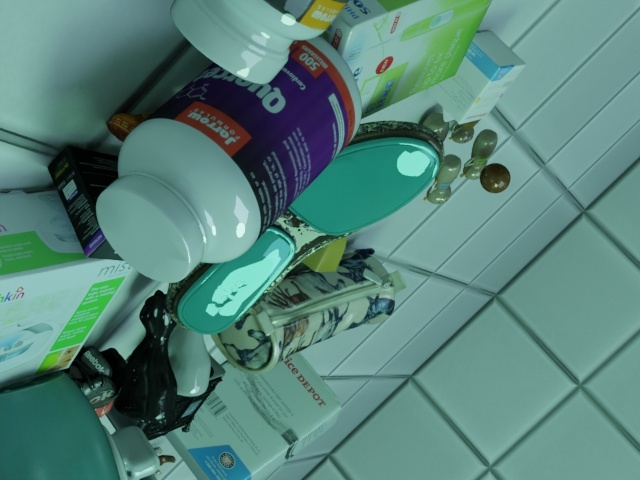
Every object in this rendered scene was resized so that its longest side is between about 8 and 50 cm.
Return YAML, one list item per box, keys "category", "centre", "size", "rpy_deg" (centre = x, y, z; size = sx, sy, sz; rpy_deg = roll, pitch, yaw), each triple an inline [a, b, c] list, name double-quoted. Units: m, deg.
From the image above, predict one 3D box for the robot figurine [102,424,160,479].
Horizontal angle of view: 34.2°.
- category: "robot figurine"
  centre: [-0.439, 0.420, 1.697]
  size: [0.354, 0.200, 0.299]
  rpy_deg: [-16, 117, -23]

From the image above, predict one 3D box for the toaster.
- category: "toaster"
  centre: [-0.285, 0.276, 1.865]
  size: [0.168, 0.110, 0.185]
  rpy_deg: [-13, 145, -52]

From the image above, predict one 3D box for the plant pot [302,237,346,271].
- category: "plant pot"
  centre: [0.000, 0.000, 1.872]
  size: [0.083, 0.081, 0.081]
  rpy_deg: [-60, 156, 15]

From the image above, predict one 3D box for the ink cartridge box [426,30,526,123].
- category: "ink cartridge box"
  centre: [0.256, -0.269, 1.757]
  size: [0.092, 0.090, 0.143]
  rpy_deg: [-17, 150, -49]

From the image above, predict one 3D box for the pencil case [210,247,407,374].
- category: "pencil case"
  centre: [-0.024, 0.128, 1.964]
  size: [0.183, 0.159, 0.410]
  rpy_deg: [-36, 168, 39]

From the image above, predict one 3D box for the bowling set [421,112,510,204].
- category: "bowling set"
  centre: [0.238, -0.129, 1.880]
  size: [0.287, 0.200, 0.154]
  rpy_deg: [-29, 159, -22]

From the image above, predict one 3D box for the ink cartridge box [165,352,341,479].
- category: "ink cartridge box"
  centre: [-0.146, 0.366, 2.149]
  size: [0.307, 0.223, 0.129]
  rpy_deg: [-33, 160, -22]

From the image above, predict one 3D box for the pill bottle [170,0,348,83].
- category: "pill bottle"
  centre: [-0.022, -0.305, 1.050]
  size: [0.278, 0.162, 0.162]
  rpy_deg: [-50, 159, 22]

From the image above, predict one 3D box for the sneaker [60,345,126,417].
- category: "sneaker"
  centre: [-0.392, 0.221, 1.568]
  size: [0.135, 0.097, 0.276]
  rpy_deg: [-49, 161, 22]

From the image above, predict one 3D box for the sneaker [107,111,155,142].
- category: "sneaker"
  centre: [-0.200, -0.135, 1.251]
  size: [0.067, 0.064, 0.175]
  rpy_deg: [-60, 166, 5]

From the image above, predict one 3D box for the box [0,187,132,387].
- category: "box"
  centre: [-0.380, 0.062, 1.217]
  size: [0.262, 0.126, 0.231]
  rpy_deg: [-12, 147, -54]

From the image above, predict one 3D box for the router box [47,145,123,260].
- category: "router box"
  centre: [-0.223, -0.038, 1.239]
  size: [0.046, 0.133, 0.179]
  rpy_deg: [-42, 152, 26]

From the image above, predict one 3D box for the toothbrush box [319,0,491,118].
- category: "toothbrush box"
  centre: [0.080, -0.280, 1.360]
  size: [0.283, 0.122, 0.206]
  rpy_deg: [-27, 156, -33]

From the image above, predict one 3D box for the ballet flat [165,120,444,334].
- category: "ballet flat"
  centre: [-0.041, -0.052, 1.496]
  size: [0.483, 0.182, 0.164]
  rpy_deg: [-37, 123, 22]

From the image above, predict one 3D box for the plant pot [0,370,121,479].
- category: "plant pot"
  centre: [-0.403, 0.298, 1.334]
  size: [0.293, 0.235, 0.293]
  rpy_deg: [-9, -176, 1]

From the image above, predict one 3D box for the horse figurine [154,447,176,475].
- category: "horse figurine"
  centre: [-0.422, 0.537, 2.235]
  size: [0.263, 0.066, 0.174]
  rpy_deg: [-49, 165, 26]

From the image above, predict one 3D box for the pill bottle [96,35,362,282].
- category: "pill bottle"
  centre: [-0.101, -0.099, 1.179]
  size: [0.323, 0.182, 0.181]
  rpy_deg: [-49, 169, -38]

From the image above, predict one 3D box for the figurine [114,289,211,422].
- category: "figurine"
  centre: [-0.231, 0.158, 1.660]
  size: [0.215, 0.092, 0.209]
  rpy_deg: [-28, 132, -69]
